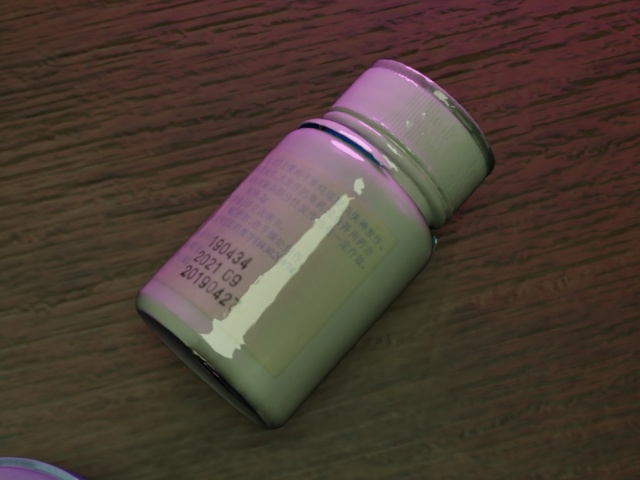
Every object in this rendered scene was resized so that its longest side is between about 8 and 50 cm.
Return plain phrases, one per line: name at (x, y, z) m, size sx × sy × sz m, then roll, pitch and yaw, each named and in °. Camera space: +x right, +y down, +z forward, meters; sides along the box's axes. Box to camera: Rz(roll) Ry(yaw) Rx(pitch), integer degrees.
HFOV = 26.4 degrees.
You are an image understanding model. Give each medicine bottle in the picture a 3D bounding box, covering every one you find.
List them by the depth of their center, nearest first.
medicine bottle at (0.000, 0.000, 0.988) m, size 0.143 × 0.143 × 0.258 m, roll 42°, pitch 79°, yaw 5°

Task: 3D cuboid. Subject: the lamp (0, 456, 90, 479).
lamp at (-0.187, 0.260, 0.913) m, size 0.284 × 0.147 × 0.209 m, roll 18°, pitch 82°, yaw -1°
